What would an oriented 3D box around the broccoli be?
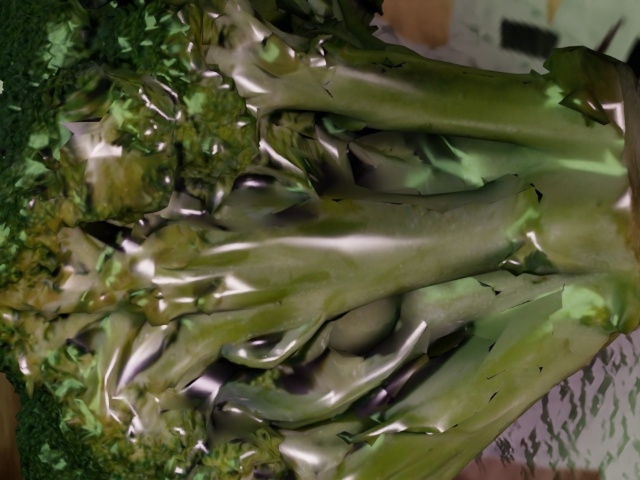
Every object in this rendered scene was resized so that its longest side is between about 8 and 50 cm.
[{"bbox_3d":[0.000,0.000,0.741,0.283,0.304,0.321,-7,109,21],"label":"broccoli"}]
